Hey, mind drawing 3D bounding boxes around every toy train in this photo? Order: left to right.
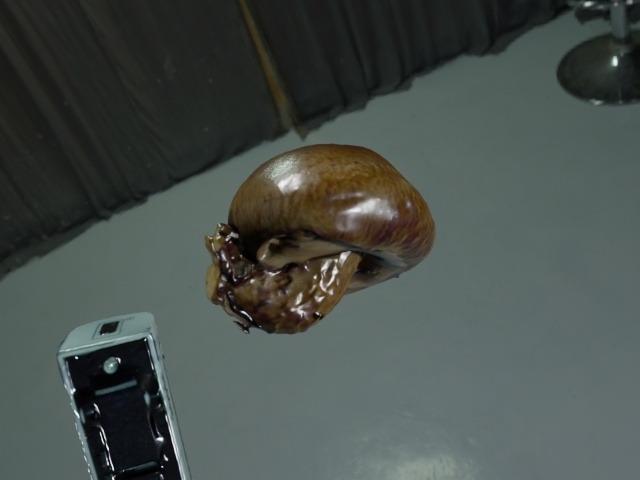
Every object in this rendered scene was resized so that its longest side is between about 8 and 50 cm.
[{"bbox_3d":[-0.159,0.274,0.743,0.087,0.406,0.088,-12,13,-10],"label":"toy train"}]

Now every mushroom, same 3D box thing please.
[{"bbox_3d":[-0.011,-0.008,0.910,0.283,0.195,0.263,-27,-6,-32],"label":"mushroom"}]
